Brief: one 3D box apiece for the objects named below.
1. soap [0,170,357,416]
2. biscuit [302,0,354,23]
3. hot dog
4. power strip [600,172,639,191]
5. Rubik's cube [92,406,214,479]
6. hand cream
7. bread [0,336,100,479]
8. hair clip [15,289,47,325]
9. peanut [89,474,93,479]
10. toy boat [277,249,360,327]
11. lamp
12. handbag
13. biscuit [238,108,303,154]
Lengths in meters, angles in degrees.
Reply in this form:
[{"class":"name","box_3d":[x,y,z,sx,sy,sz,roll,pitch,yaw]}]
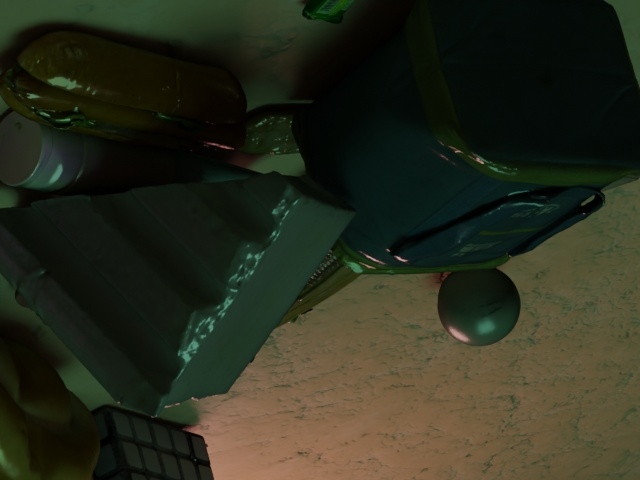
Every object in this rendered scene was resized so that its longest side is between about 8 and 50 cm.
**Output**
[{"class":"soap","box_3d":[-0.149,-0.025,1.529,0.258,0.302,0.159,-55,156,17]},{"class":"biscuit","box_3d":[0.022,-0.217,1.459,0.046,0.016,0.089,-1,151,-38]},{"class":"hot dog","box_3d":[-0.162,-0.120,1.473,0.249,0.068,0.100,8,146,-44]},{"class":"power strip","box_3d":[0.208,-0.075,1.836,0.213,0.065,0.198,-20,162,39]},{"class":"Rubik's cube","box_3d":[-0.280,0.384,2.256,0.237,0.238,0.237,-29,153,20]},{"class":"hand cream","box_3d":[-0.169,-0.061,1.598,0.111,0.070,0.312,-12,165,38]},{"class":"bread","box_3d":[-0.414,0.202,1.844,0.245,0.329,0.424,-61,153,-7]},{"class":"hair clip","box_3d":[-0.271,0.030,1.764,0.123,0.102,0.138,-9,-173,-16]},{"class":"peanut","box_3d":[-0.356,0.357,2.078,0.147,0.306,0.147,13,157,5]},{"class":"toy boat","box_3d":[0.000,0.000,1.815,0.115,0.089,0.310,-5,154,-48]},{"class":"lamp","box_3d":[0.195,0.080,2.111,0.105,0.105,0.105,-15,156,-7]},{"class":"handbag","box_3d":[0.138,-0.096,1.556,0.263,0.222,0.241,-5,158,-32]},{"class":"biscuit","box_3d":[-0.018,-0.105,1.667,0.147,0.018,0.071,-2,150,-33]}]
